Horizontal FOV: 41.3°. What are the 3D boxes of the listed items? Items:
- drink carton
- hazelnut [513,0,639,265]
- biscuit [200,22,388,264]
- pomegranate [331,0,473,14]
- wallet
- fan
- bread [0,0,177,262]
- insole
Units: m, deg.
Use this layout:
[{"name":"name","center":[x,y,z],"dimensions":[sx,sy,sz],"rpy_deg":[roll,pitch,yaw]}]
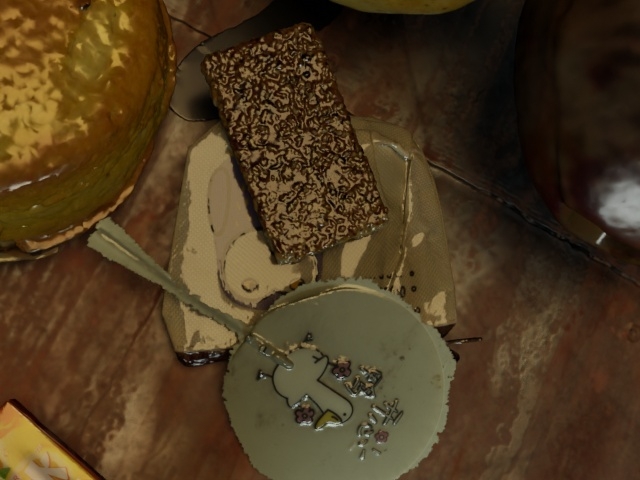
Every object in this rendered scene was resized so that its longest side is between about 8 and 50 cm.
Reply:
[{"name":"drink carton","center":[-0.237,0.255,0.786],"dimensions":[0.223,0.071,0.096],"rpy_deg":[43,73,-4]},{"name":"hazelnut","center":[0.394,-0.177,0.860],"dimensions":[0.402,0.402,0.429],"rpy_deg":[8,98,-14]},{"name":"biscuit","center":[-0.025,-0.099,0.859],"dimensions":[0.131,0.025,0.231],"rpy_deg":[-22,88,-9]},{"name":"pomegranate","center":[0.090,-0.396,0.863],"dimensions":[0.332,0.332,0.333],"rpy_deg":[3,79,-15]},{"name":"wallet","center":[-0.001,0.002,0.897],"dimensions":[0.335,0.068,0.275],"rpy_deg":[-3,83,-14]},{"name":"fan","center":[-0.052,0.109,0.846],"dimensions":[0.414,0.012,0.233],"rpy_deg":[32,92,-11]},{"name":"bread","center":[-0.309,-0.169,0.776],"dimensions":[0.336,0.204,0.358],"rpy_deg":[19,77,-6]},{"name":"insole","center":[-0.067,-0.218,0.951],"dimensions":[0.253,0.005,0.086],"rpy_deg":[-43,94,-17]}]
